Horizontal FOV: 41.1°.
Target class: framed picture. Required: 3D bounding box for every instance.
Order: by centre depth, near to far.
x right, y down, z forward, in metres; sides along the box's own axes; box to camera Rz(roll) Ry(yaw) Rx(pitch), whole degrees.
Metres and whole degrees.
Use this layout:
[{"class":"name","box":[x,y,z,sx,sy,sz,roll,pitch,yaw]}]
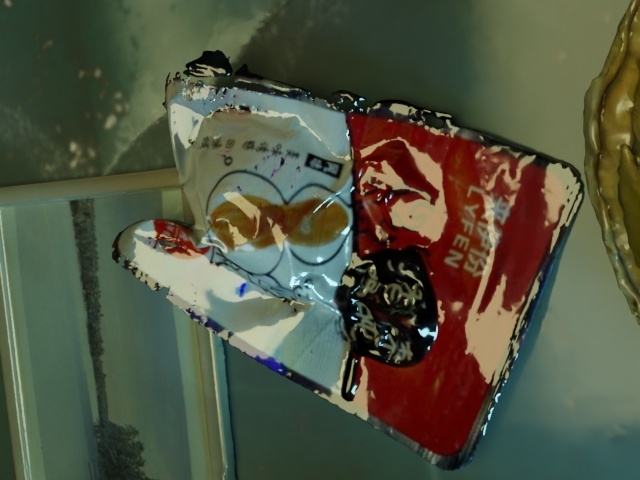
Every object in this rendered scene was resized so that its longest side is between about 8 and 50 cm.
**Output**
[{"class":"framed picture","box":[-0.161,0.096,0.640,0.213,0.016,0.289,-3,95,28]}]

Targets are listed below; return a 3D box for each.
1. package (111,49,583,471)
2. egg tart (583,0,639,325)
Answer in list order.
[{"class":"package","box":[0.000,0.000,0.523,0.269,0.071,0.194,21,108,11]},{"class":"egg tart","box":[0.250,-0.008,0.306,0.345,0.132,0.345,16,117,34]}]
